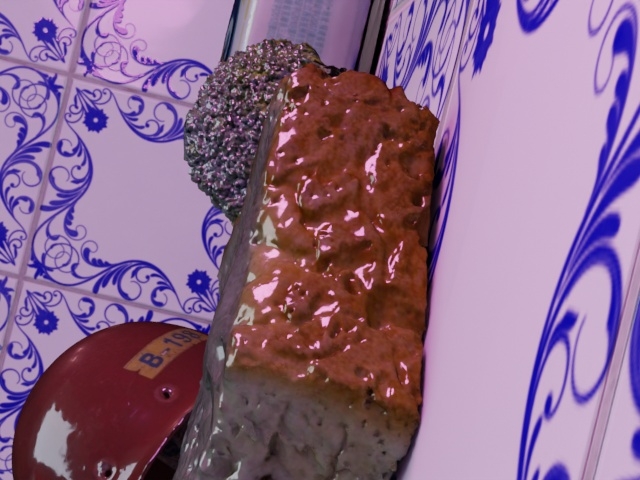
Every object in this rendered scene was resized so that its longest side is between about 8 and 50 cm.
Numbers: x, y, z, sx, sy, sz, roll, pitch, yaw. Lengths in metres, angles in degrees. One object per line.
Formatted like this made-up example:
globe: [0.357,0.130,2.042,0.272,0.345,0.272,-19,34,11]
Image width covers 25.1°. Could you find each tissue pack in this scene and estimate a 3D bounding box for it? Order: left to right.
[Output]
tissue pack: [-0.037,-0.248,1.814,0.287,0.162,0.388,-153,76,-81]

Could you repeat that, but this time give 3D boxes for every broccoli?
broccoli: [-0.039,-0.099,1.467,0.198,0.226,0.176,-51,-7,14]

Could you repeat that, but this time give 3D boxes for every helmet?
helmet: [-0.238,0.231,1.669,0.385,0.230,0.338,-34,-27,-56]

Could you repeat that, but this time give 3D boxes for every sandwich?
sandwich: [-0.018,0.084,0.971,0.262,0.131,0.325,113,168,-53]

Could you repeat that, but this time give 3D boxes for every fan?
fan: [0.070,-0.272,1.549,0.182,0.010,0.310,-85,7,-53]
